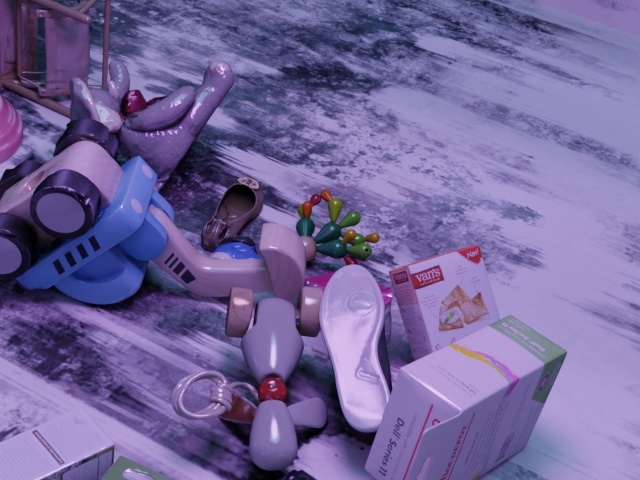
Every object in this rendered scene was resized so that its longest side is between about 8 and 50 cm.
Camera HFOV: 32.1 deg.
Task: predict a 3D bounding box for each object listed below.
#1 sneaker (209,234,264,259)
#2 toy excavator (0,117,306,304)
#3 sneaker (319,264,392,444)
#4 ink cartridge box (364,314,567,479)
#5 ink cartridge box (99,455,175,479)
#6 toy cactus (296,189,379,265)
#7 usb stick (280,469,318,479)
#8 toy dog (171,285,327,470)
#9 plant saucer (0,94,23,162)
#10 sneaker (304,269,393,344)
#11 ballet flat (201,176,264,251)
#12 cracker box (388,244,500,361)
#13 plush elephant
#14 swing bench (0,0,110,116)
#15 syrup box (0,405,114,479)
[{"bbox_3d":[-0.123,0.033,2.058,0.152,0.058,0.084,11,43,13],"label":"sneaker"},{"bbox_3d":[-0.304,0.003,1.934,0.433,0.445,0.222,-30,30,21],"label":"toy excavator"},{"bbox_3d":[0.062,0.191,1.770,0.105,0.147,0.295,-9,57,2],"label":"sneaker"},{"bbox_3d":[0.196,0.263,1.649,0.119,0.207,0.353,36,35,31],"label":"ink cartridge box"},{"bbox_3d":[-0.283,0.394,1.500,0.109,0.062,0.209,20,36,15],"label":"ink cartridge box"},{"bbox_3d":[0.000,0.000,2.124,0.180,0.112,0.219,-32,52,-20],"label":"toy cactus"},{"bbox_3d":[0.053,0.417,1.568,0.278,0.045,0.077,29,46,25],"label":"usb stick"},{"bbox_3d":[-0.085,0.220,1.762,0.220,0.161,0.333,19,50,8],"label":"toy dog"},{"bbox_3d":[-0.780,-0.251,2.280,0.332,0.084,0.332,7,36,-5],"label":"plant saucer"},{"bbox_3d":[0.043,0.122,1.942,0.103,0.111,0.252,-13,18,-20],"label":"sneaker"},{"bbox_3d":[-0.170,-0.064,2.184,0.084,0.058,0.250,18,35,10],"label":"ballet flat"},{"bbox_3d":[0.221,0.138,1.861,0.156,0.232,0.067,-16,-2,-31],"label":"cracker box"},{"bbox_3d":[-0.376,-0.239,2.201,0.255,0.272,0.330,34,60,-8],"label":"plush elephant"},{"bbox_3d":[-0.597,-0.425,2.425,0.255,0.253,0.165,14,35,5],"label":"swing bench"},{"bbox_3d":[-0.408,0.330,1.533,0.237,0.093,0.096,-21,45,-36],"label":"syrup box"}]
